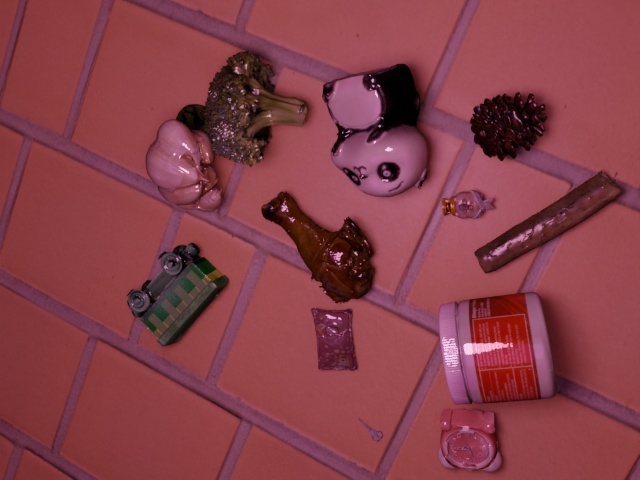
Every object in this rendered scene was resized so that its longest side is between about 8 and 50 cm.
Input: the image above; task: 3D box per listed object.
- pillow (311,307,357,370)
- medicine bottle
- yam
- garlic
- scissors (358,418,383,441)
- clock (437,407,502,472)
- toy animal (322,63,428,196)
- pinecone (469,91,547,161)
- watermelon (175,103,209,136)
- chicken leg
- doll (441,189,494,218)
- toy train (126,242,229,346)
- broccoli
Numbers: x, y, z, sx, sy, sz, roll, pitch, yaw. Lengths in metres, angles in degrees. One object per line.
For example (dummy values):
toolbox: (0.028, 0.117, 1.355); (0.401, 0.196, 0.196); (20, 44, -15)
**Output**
pillow: (0.039, 0.274, 1.688); (0.118, 0.043, 0.184); (-3, 99, 10)
medicine bottle: (0.427, 0.261, 1.463); (0.241, 0.252, 0.252); (-9, 94, 16)
yam: (0.550, -0.037, 1.484); (0.372, 0.083, 0.083); (-36, 86, 18)
garlic: (-0.360, -0.181, 1.609); (0.203, 0.185, 0.281); (36, 139, 38)
scissors: (0.138, 0.532, 1.709); (0.083, 0.006, 0.036); (41, 107, 8)
clock: (0.392, 0.531, 1.599); (0.166, 0.093, 0.162); (-1, 106, 16)
toy animal: (0.150, -0.262, 1.497); (0.251, 0.251, 0.309); (-7, 107, 17)
pinecone: (0.458, -0.279, 1.444); (0.165, 0.163, 0.162); (-26, 89, -3)
watermelon: (-0.343, -0.314, 1.716); (0.135, 0.125, 0.094); (28, 135, -7)
chicken leg: (0.010, 0.001, 1.610); (0.211, 0.140, 0.361); (-39, 89, 25)
doll: (0.370, -0.088, 1.523); (0.127, 0.084, 0.073); (-4, 97, 24)
toy train: (-0.420, 0.150, 1.765); (0.202, 0.120, 0.301); (44, 106, 3)
broccoli: (-0.188, -0.336, 1.572); (0.235, 0.260, 0.287); (13, 98, 49)
